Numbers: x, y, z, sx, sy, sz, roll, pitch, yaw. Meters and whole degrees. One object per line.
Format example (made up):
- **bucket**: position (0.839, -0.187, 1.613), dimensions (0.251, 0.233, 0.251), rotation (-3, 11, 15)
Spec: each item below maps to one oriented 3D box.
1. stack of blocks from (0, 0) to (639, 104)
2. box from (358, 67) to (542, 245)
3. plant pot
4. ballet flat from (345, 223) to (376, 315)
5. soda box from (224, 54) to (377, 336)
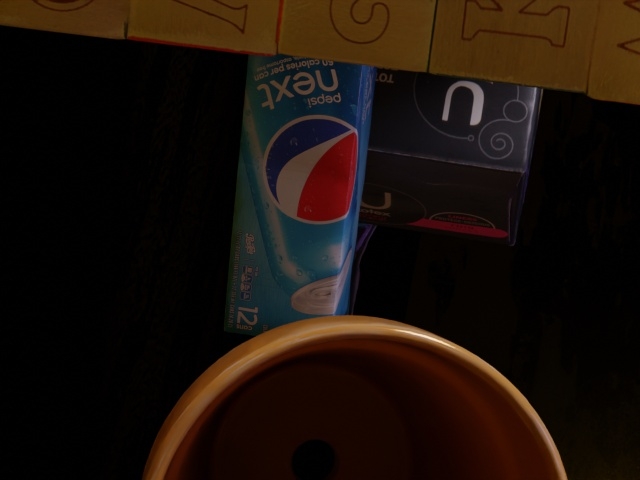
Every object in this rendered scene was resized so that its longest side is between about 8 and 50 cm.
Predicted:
- **stack of blocks**: position (0.068, -0.098, 0.433), dimensions (0.171, 0.297, 0.087), rotation (-49, 147, -74)
- **box**: position (0.076, -0.152, 0.932), dimensions (0.143, 0.165, 0.270), rotation (79, 22, -69)
- **plant pot**: position (0.005, 0.134, 0.714), dimensions (0.188, 0.205, 0.205), rotation (-156, -106, -81)
- **ballet flat**: position (0.000, 0.000, 0.996), dimensions (0.068, 0.072, 0.213), rotation (-41, -149, 57)
- **soda box**: position (-0.009, -0.049, 0.797), dimensions (0.071, 0.067, 0.210), rotation (-60, 157, -70)
